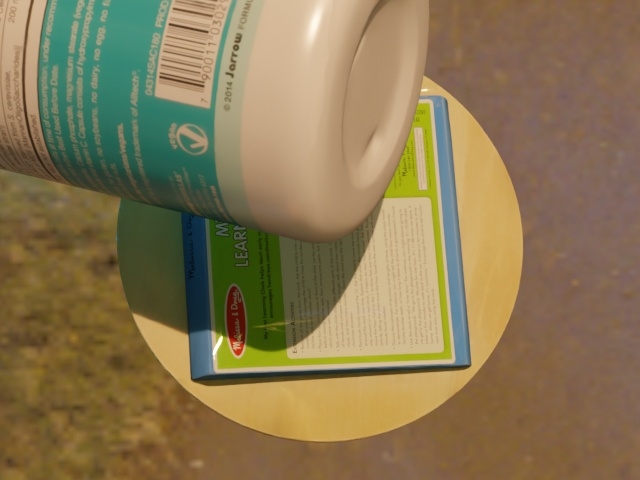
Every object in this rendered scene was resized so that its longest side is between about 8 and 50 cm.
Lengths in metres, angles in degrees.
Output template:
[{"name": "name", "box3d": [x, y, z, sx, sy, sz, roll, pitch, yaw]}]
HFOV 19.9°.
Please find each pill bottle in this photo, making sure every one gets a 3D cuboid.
[{"name": "pill bottle", "box3d": [-0.095, -0.095, 0.820, 0.264, 0.146, 0.146, 14, 108, 19]}]

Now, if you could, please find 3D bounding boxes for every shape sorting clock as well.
[{"name": "shape sorting clock", "box3d": [0.000, 0.000, 0.926, 0.040, 0.206, 0.206, 124, 140, -73]}]
